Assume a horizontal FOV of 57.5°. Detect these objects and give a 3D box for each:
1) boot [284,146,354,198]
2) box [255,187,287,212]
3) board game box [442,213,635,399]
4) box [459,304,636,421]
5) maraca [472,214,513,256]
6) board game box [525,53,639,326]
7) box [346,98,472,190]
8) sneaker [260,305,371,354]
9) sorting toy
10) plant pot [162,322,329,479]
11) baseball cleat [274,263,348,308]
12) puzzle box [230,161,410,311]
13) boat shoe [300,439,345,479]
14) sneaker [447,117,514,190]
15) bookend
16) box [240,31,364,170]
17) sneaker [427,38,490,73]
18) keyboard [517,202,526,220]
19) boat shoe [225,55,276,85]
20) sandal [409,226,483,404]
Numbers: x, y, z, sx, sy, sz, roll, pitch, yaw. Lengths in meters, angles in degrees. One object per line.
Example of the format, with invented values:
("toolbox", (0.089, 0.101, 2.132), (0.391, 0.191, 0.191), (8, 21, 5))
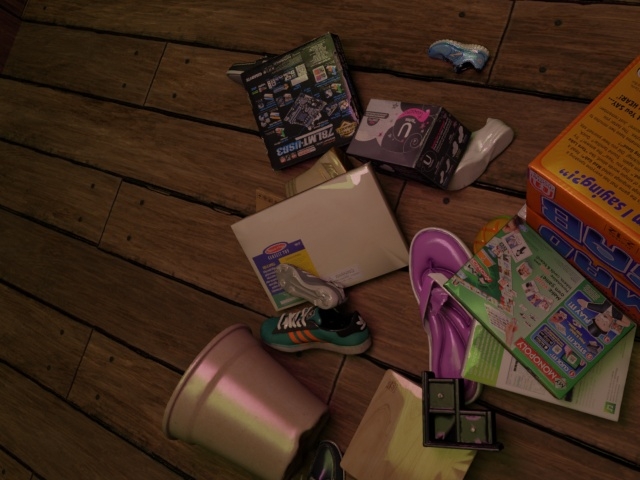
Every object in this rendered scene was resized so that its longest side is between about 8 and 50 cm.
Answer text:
("boot", (0.026, -0.091, 1.562), (0.203, 0.095, 0.262), (-32, 81, 26))
("box", (-0.095, -0.040, 1.594), (0.201, 0.021, 0.165), (23, 128, 27))
("board game box", (0.440, 0.132, 1.194), (0.213, 0.046, 0.317), (-43, 79, -1))
("box", (0.478, 0.219, 1.228), (0.321, 0.058, 0.232), (15, 83, 7))
("maraca", (0.400, 0.028, 1.349), (0.186, 0.099, 0.127), (-62, 36, 27))
("board game box", (0.639, -0.082, 1.073), (0.356, 0.356, 0.356), (-44, 63, -2))
("box", (0.212, -0.243, 1.435), (0.247, 0.142, 0.163), (24, 89, 48))
("sneaker", (-0.023, 0.210, 1.481), (0.302, 0.121, 0.108), (-1, 38, 20))
("sorting toy", (0.218, 0.472, 1.337), (0.255, 0.089, 0.257), (27, 90, 28))
("plant pot", (-0.157, 0.423, 1.428), (0.305, 0.334, 0.334), (29, 92, 18))
("baseball cleat", (-0.021, 0.117, 1.475), (0.206, 0.109, 0.072), (32, 112, 36))
("puzzle box", (0.000, 0.000, 1.492), (0.408, 0.052, 0.272), (-21, 104, 22))
("boat shoe", (-0.004, 0.619, 1.417), (0.095, 0.079, 0.255), (8, 82, 28))
("sneaker", (0.370, -0.215, 1.440), (0.212, 0.080, 0.094), (-42, 51, 5))
("bookend", (0.299, 0.358, 1.232), (0.157, 0.072, 0.156), (-4, 76, 24))
("box", (-0.044, -0.376, 1.617), (0.295, 0.073, 0.294), (-18, 96, 23))
("sneaker", (0.350, -0.472, 1.508), (0.162, 0.063, 0.073), (18, 90, 29))
("keyboard", (0.567, -0.142, 1.351), (0.072, 0.014, 0.256), (41, 97, 28))
("boat shoe", (-0.136, -0.499, 1.733), (0.302, 0.114, 0.091), (13, 85, 16))
("sandal", (0.294, 0.170, 1.327), (0.169, 0.102, 0.417), (-14, 84, 25))
